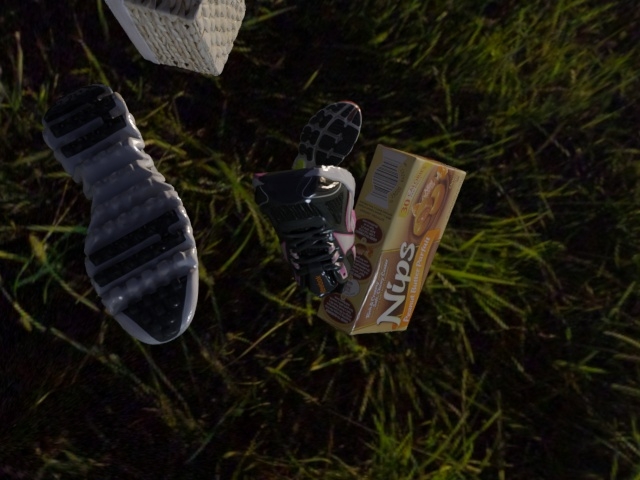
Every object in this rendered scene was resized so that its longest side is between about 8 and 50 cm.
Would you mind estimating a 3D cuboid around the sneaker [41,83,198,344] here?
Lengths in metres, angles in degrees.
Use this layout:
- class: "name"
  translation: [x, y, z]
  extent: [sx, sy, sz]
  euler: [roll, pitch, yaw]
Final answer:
- class: "sneaker"
  translation: [-0.192, -0.025, 0.700]
  extent: [0.110, 0.118, 0.292]
  euler: [-23, 67, -4]

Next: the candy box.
- class: "candy box"
  translation: [0.126, 0.004, 1.172]
  extent: [0.183, 0.087, 0.316]
  euler: [6, 108, -51]

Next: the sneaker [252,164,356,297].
- class: "sneaker"
  translation: [0.000, 0.000, 0.514]
  extent: [0.072, 0.178, 0.077]
  euler: [-8, 73, 14]

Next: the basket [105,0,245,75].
- class: "basket"
  translation: [-0.157, -0.272, 0.764]
  extent: [0.103, 0.167, 0.113]
  euler: [20, 83, 5]

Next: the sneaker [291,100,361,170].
- class: "sneaker"
  translation: [0.003, -0.198, 1.438]
  extent: [0.107, 0.279, 0.118]
  euler: [31, 38, -5]
